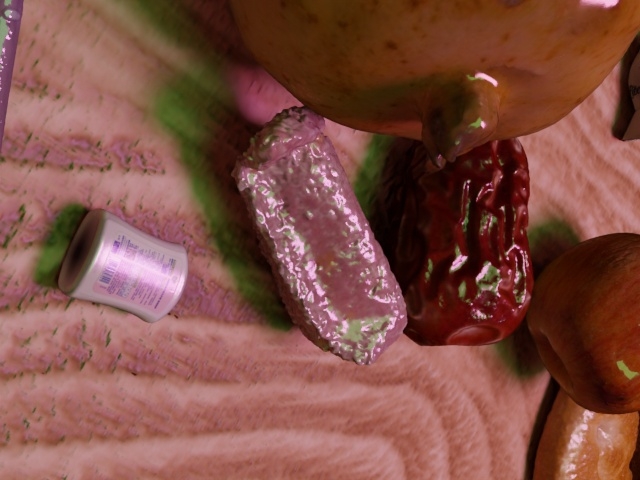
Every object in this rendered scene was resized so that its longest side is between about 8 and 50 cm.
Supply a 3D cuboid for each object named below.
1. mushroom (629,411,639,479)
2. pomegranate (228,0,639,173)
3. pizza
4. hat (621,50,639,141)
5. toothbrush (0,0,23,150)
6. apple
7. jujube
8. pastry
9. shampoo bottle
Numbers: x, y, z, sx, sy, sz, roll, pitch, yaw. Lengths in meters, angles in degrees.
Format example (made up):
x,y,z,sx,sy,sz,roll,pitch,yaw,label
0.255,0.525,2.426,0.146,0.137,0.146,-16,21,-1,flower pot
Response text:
x,y,z,sx,sy,sz,roll,pitch,yaw,label
0.603,0.304,1.300,0.297,0.163,0.278,15,84,-26,mushroom
0.098,-0.206,0.641,0.342,0.342,0.342,-10,106,-38,pomegranate
0.361,0.322,1.165,0.182,0.074,0.365,-12,107,-36,pizza
0.441,-0.204,1.129,0.166,0.081,0.122,-63,171,9,hat
-0.245,-0.002,0.608,0.024,0.029,0.354,5,96,-54,toothbrush
0.352,0.097,1.019,0.188,0.211,0.211,-28,119,-7,apple
0.140,-0.005,0.862,0.155,0.155,0.230,12,82,-41,jujube
-0.008,-0.007,0.761,0.103,0.112,0.265,-31,125,-18,pastry
-0.151,0.024,0.685,0.099,0.043,0.072,27,83,-41,shampoo bottle
